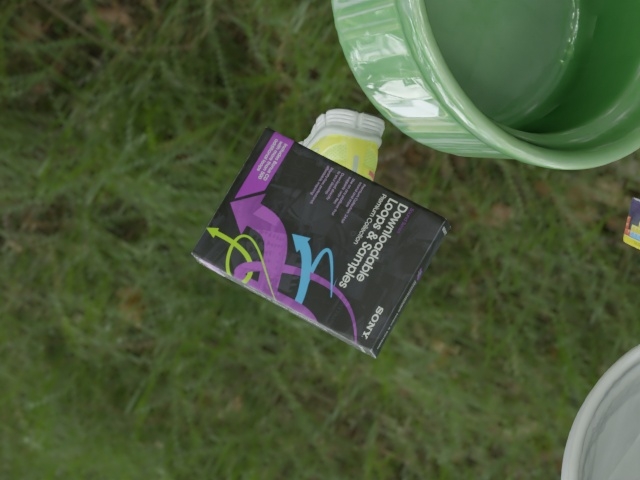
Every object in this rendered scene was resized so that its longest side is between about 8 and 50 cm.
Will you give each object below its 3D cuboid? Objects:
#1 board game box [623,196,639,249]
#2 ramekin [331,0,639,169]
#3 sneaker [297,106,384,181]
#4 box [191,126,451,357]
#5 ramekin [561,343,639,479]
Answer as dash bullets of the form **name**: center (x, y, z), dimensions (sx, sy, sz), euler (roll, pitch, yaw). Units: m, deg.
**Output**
- **board game box**: center (0.374, 0.007, 1.276), dimensions (0.141, 0.048, 0.170), euler (8, -169, -21)
- **ramekin**: center (0.155, -0.206, 1.159), dimensions (0.303, 0.303, 0.148), euler (42, 160, -24)
- **sneaker**: center (0.001, -0.047, 1.377), dimensions (0.081, 0.094, 0.208), euler (8, 158, -10)
- **box**: center (0.000, 0.000, 1.079), dimensions (0.162, 0.116, 0.029), euler (27, 171, 15)
- **ramekin**: center (0.237, 0.160, 0.834), dimensions (0.207, 0.207, 0.109), euler (22, 156, 10)
